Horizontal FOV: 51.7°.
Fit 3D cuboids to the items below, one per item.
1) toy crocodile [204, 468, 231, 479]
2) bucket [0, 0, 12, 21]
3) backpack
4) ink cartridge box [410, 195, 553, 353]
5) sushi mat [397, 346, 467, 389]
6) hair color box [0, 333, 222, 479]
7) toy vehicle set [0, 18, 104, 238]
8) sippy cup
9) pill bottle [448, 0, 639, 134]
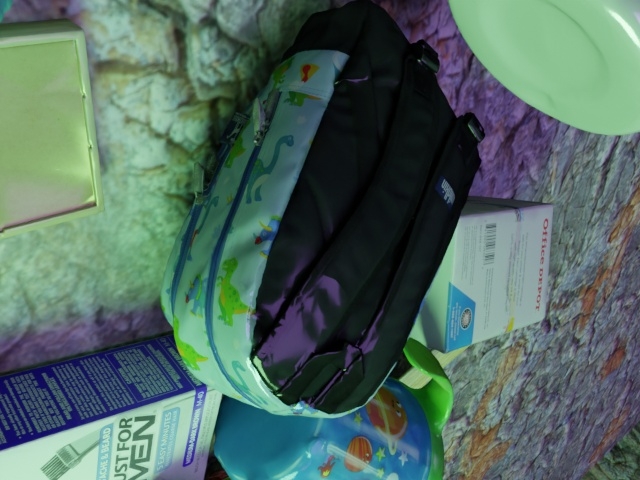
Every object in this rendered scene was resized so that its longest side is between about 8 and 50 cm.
[{"bbox_3d":[-0.113,0.360,0.952,0.340,0.105,0.115,-12,165,-38],"label":"toy crocodile"},{"bbox_3d":[-0.272,-0.171,0.259,0.281,0.281,0.183,-33,148,-23],"label":"bucket"},{"bbox_3d":[0.000,0.000,0.670,0.290,0.273,0.356,38,54,-46],"label":"backpack"},{"bbox_3d":[0.184,0.031,0.908,0.232,0.168,0.171,-6,103,-42],"label":"ink cartridge box"},{"bbox_3d":[0.176,0.209,1.084,0.151,0.019,0.317,-13,151,-37],"label":"sushi mat"},{"bbox_3d":[-0.278,0.229,0.682,0.338,0.110,0.185,-9,125,-39],"label":"hair color box"},{"bbox_3d":[-0.302,-0.066,0.492,0.266,0.035,0.166,-19,130,-34],"label":"toy vehicle set"},{"bbox_3d":[-0.001,0.242,0.806,0.224,0.240,0.306,40,70,-42],"label":"sippy cup"},{"bbox_3d":[0.312,-0.304,0.564,0.392,0.224,0.224,-48,141,-4],"label":"pill bottle"}]
